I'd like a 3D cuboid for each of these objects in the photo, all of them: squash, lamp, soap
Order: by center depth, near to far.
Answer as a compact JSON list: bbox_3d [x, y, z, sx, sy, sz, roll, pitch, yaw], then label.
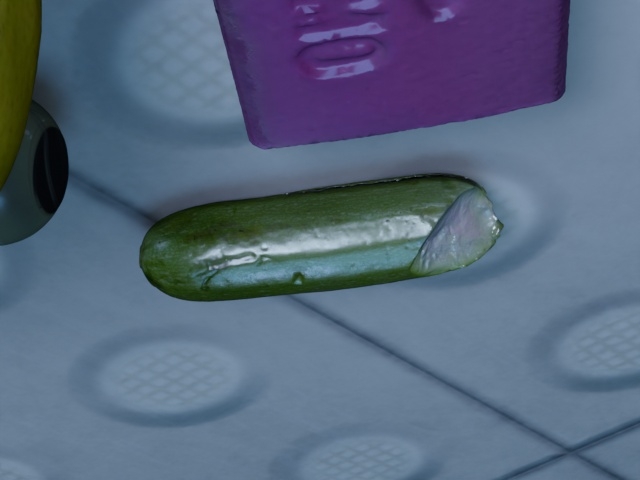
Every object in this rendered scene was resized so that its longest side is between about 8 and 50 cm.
[{"bbox_3d":[0.030,-0.157,0.666,0.181,0.081,0.259,-8,145,1],"label":"soap"},{"bbox_3d":[-0.230,-0.044,0.788,0.163,0.091,0.091,3,146,9],"label":"lamp"},{"bbox_3d":[0.000,0.000,0.893,0.239,0.069,0.069,-8,145,2],"label":"squash"}]

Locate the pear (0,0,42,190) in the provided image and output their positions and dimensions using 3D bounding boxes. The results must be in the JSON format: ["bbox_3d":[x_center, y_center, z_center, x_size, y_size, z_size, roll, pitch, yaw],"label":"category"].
[{"bbox_3d":[-0.252,-0.106,0.528,0.285,0.285,0.336,-6,144,-1],"label":"pear"}]
